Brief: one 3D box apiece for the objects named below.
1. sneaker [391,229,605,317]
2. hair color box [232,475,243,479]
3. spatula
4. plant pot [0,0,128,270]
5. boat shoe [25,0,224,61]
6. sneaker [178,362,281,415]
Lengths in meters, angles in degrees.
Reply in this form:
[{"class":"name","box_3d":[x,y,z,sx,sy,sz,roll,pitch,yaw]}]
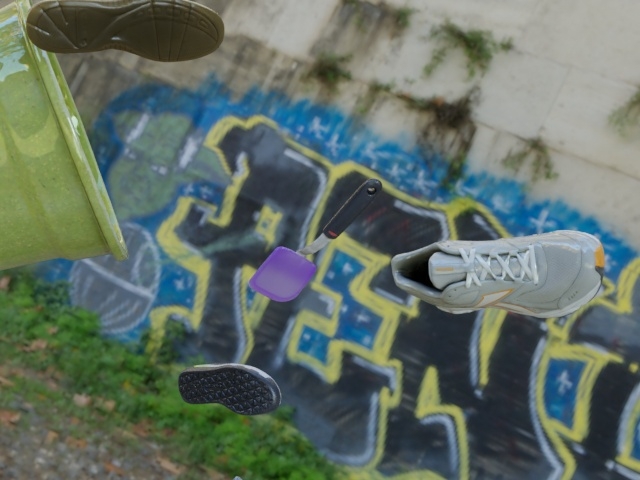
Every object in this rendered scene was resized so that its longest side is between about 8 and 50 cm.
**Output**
[{"class":"sneaker","box_3d":[0.192,0.039,1.083,0.121,0.099,0.262,10,-16,-42]},{"class":"hair color box","box_3d":[-0.214,0.507,1.275,0.113,0.374,0.185,41,4,8]},{"class":"spatula","box_3d":[0.000,0.000,1.477,0.084,0.296,0.030,30,39,-21]},{"class":"plant pot","box_3d":[-0.348,-0.066,0.896,0.276,0.254,0.276,159,-90,-80]},{"class":"boat shoe","box_3d":[-0.152,-0.174,0.743,0.152,0.056,0.049,1,33,-23]},{"class":"sneaker","box_3d":[-0.143,0.240,1.628,0.234,0.084,0.097,3,8,40]}]
